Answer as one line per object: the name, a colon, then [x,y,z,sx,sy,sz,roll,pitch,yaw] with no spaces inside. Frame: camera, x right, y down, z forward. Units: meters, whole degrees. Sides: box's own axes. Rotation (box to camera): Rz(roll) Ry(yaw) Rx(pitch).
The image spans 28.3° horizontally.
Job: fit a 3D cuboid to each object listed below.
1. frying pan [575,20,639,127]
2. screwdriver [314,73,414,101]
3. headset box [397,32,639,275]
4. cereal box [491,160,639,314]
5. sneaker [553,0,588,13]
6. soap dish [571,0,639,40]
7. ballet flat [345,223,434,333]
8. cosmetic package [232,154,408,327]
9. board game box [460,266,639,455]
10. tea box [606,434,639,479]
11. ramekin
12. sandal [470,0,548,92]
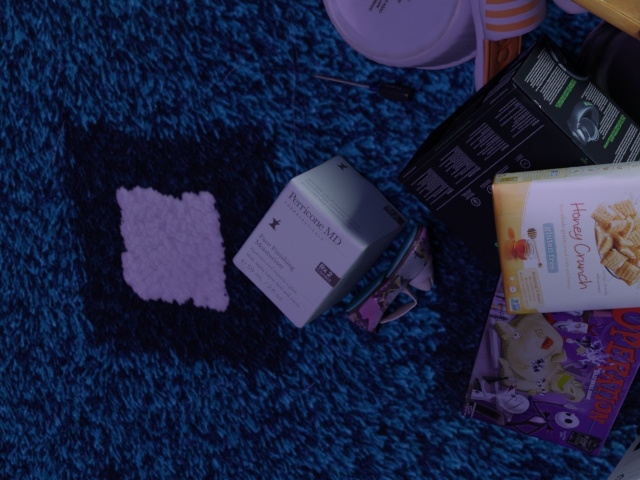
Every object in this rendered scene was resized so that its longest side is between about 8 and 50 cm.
frying pan: [0.378,-0.165,1.645,0.326,0.053,0.197,-40,80,38]
screwdriver: [0.060,-0.223,1.844,0.169,0.024,0.025,11,84,30]
headset box: [0.290,-0.075,1.628,0.283,0.131,0.246,43,136,-5]
cereal box: [0.332,-0.003,1.505,0.240,0.047,0.173,-5,109,16]
sneaker: [0.285,-0.425,1.550,0.114,0.152,0.305,0,108,31]
soap dish: [0.333,-0.368,1.440,0.290,0.118,0.229,26,128,-14]
ballet flat: [0.120,0.062,1.886,0.079,0.077,0.221,34,129,-4]
cosmetic package: [0.000,0.000,1.881,0.151,0.151,0.184,44,124,10]
board game box: [0.316,0.151,1.695,0.208,0.056,0.347,13,138,6]
tea box: [0.590,0.351,1.597,0.329,0.220,0.324,-38,86,35]
ramekin: [0.121,-0.354,1.693,0.272,0.127,0.273,11,113,28]
sandal: [0.251,-0.278,1.626,0.076,0.102,0.265,33,147,35]
